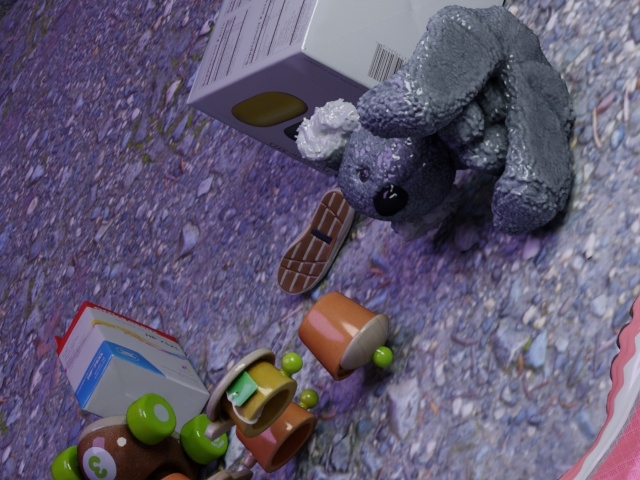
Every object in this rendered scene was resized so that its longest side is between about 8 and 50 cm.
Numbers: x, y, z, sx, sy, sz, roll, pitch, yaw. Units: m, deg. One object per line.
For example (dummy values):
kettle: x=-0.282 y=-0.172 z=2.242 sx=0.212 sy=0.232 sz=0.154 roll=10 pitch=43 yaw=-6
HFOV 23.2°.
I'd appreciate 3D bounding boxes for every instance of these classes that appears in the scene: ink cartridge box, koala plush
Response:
ink cartridge box: x=-0.232 y=0.149 z=1.866 sx=0.078 sy=0.134 sz=0.231 roll=-61 pitch=25 yaw=8
koala plush: x=0.099 y=-0.089 z=1.410 sx=0.221 sy=0.196 sz=0.203 roll=-39 pitch=22 yaw=43

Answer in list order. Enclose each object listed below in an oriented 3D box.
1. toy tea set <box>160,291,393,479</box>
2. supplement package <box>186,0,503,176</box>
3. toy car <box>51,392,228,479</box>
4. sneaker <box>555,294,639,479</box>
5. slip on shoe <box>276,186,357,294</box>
toy tea set: x=-0.041 y=0.205 z=1.467 sx=0.124 sy=0.200 sz=0.336 roll=39 pitch=108 yaw=20
supplement package: x=0.025 y=-0.211 z=1.633 sx=0.262 sy=0.199 sz=0.198 roll=-13 pitch=55 yaw=60
toy car: x=-0.186 y=0.287 z=1.656 sx=0.155 sy=0.149 sz=0.188 roll=-35 pitch=47 yaw=29
sneaker: x=0.225 y=0.160 z=0.980 sx=0.136 sy=0.116 sz=0.314 roll=0 pitch=66 yaw=62
slip on shoe: x=0.000 y=0.000 z=1.674 sx=0.135 sy=0.051 sz=0.041 roll=-63 pitch=-17 yaw=21
